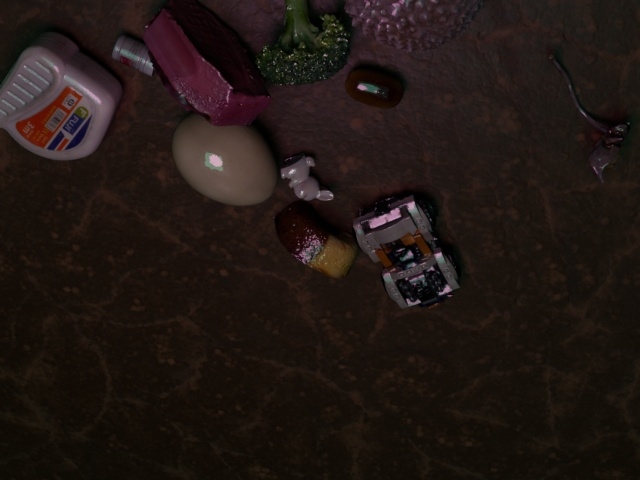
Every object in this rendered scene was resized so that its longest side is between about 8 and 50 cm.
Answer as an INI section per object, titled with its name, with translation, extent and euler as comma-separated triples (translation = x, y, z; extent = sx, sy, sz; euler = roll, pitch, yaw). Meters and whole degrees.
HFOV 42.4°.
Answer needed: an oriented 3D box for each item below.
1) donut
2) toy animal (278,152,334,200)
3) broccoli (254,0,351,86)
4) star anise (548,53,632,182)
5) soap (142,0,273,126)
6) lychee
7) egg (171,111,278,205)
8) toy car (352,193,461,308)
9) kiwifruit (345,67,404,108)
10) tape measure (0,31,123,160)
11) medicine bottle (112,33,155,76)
[donut]
translation = 0.001, 0.002, 1.893
extent = 0.217, 0.141, 0.085
euler = 31, 113, -16
[toy animal]
translation = -0.034, -0.132, 1.846
extent = 0.085, 0.071, 0.124
euler = -27, 106, 2
[broccoli]
translation = -0.036, -0.405, 1.643
extent = 0.220, 0.194, 0.194
euler = -6, 123, 39
[star anise]
translation = 0.530, -0.248, 1.690
extent = 0.227, 0.148, 0.218
euler = 37, 158, 16
[soap]
translation = -0.241, -0.367, 1.660
extent = 0.112, 0.182, 0.289
euler = -42, 70, 30
[lychee]
translation = 0.167, -0.481, 1.491
extent = 0.300, 0.300, 0.300
euler = 3, 121, 6
[egg]
translation = -0.201, -0.175, 1.772
extent = 0.254, 0.188, 0.188
euler = 40, 118, -20
[toy car]
translation = 0.207, 0.033, 1.888
extent = 0.193, 0.118, 0.301
euler = -22, 117, 17
[kiwifruit]
translation = 0.111, -0.316, 1.713
extent = 0.124, 0.075, 0.075
euler = 13, 122, -5
[tape measure]
translation = -0.577, -0.302, 1.787
extent = 0.265, 0.130, 0.258
euler = 36, 122, -20
[medicine bottle]
translation = -0.387, -0.391, 1.743
extent = 0.091, 0.058, 0.058
euler = 24, 121, -7
